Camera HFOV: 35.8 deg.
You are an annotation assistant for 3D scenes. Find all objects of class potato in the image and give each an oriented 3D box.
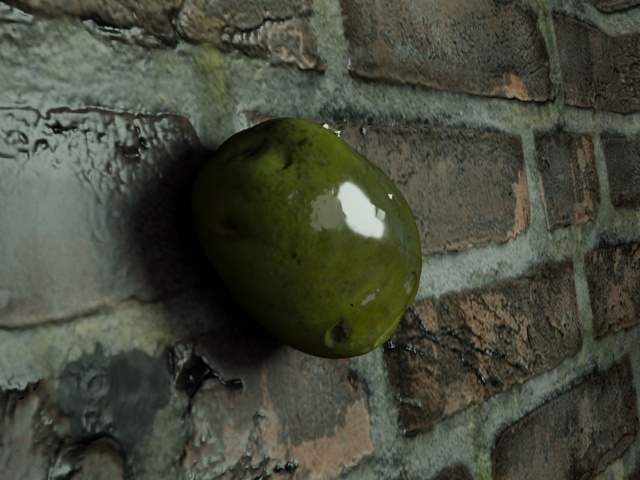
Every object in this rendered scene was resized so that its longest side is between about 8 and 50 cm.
[{"bbox_3d":[0.000,-0.002,0.845,0.228,0.148,0.197,60,24,-27],"label":"potato"}]
